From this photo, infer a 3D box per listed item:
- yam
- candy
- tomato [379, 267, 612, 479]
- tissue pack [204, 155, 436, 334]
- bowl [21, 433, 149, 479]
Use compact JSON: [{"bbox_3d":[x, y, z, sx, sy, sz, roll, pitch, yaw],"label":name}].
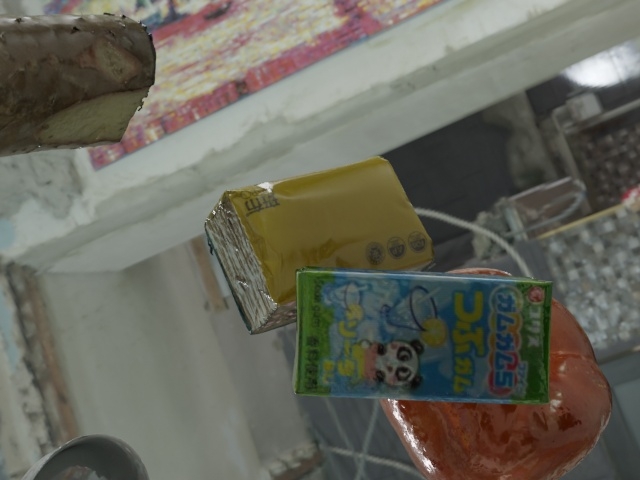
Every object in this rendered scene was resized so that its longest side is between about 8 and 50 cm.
[{"bbox_3d":[-0.267,-0.138,0.810,0.238,0.128,0.129,-13,-67,-52],"label":"yam"},{"bbox_3d":[0.076,0.072,0.715,0.062,0.195,0.097,94,178,-89],"label":"candy"},{"bbox_3d":[0.173,0.150,0.979,0.260,0.180,0.259,19,-132,-22],"label":"tomato"},{"bbox_3d":[0.000,0.000,1.319,0.271,0.134,0.192,-15,-110,-29],"label":"tissue pack"},{"bbox_3d":[-0.279,0.302,1.010,0.189,0.086,0.189,2,-93,-53],"label":"bowl"}]
